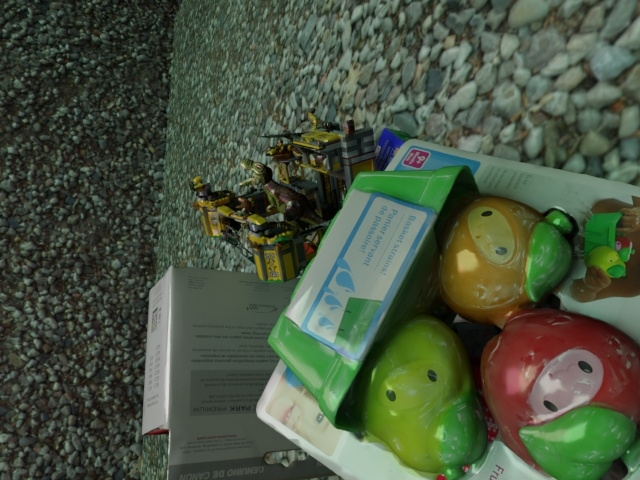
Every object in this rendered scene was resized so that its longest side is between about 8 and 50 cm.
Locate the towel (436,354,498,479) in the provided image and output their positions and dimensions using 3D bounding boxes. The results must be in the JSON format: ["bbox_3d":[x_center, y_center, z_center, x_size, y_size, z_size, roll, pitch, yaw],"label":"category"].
[{"bbox_3d":[0.141,0.246,0.504,0.199,0.031,0.275,13,101,42],"label":"towel"}]

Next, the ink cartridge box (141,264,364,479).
[{"bbox_3d":[-0.081,0.195,0.705,0.130,0.309,0.272,-36,52,52],"label":"ink cartridge box"}]

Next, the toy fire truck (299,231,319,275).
[{"bbox_3d":[0.000,0.000,0.882,0.192,0.047,0.135,0,81,59],"label":"toy fire truck"}]

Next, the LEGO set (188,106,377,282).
[{"bbox_3d":[-0.063,-0.096,0.750,0.331,0.255,0.192,-142,39,-60],"label":"LEGO set"}]

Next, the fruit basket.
[{"bbox_3d":[0.139,0.077,0.390,0.353,0.165,0.327,22,79,41],"label":"fruit basket"}]

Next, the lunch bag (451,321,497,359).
[{"bbox_3d":[0.152,0.121,0.562,0.083,0.071,0.053,-59,44,34],"label":"lunch bag"}]

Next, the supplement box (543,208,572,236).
[{"bbox_3d":[0.214,-0.004,0.515,0.055,0.043,0.083,40,116,57],"label":"supplement box"}]

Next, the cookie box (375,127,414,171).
[{"bbox_3d":[0.114,-0.102,0.716,0.107,0.040,0.092,55,130,51],"label":"cookie box"}]
